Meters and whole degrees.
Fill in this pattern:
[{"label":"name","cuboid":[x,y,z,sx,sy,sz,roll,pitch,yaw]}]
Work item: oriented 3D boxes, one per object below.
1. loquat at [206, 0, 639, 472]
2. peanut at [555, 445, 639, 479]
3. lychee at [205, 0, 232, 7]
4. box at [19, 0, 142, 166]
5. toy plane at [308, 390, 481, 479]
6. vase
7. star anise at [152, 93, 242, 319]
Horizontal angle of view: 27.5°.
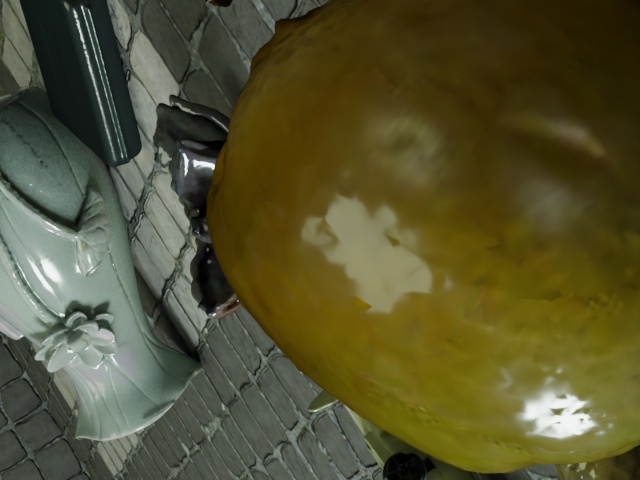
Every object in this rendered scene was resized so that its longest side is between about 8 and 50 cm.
[{"label":"loquat","cuboid":[0.081,-0.012,0.694,0.284,0.276,0.276,56,157,1]},{"label":"peanut","cuboid":[0.192,0.183,0.915,0.080,0.080,0.174,43,153,35]},{"label":"lychee","cuboid":[-0.030,-0.243,0.722,0.200,0.200,0.238,38,127,41]},{"label":"box","cuboid":[-0.268,-0.204,1.438,0.160,0.050,0.230,40,150,40]},{"label":"toy plane","cuboid":[0.076,0.179,1.141,0.244,0.092,0.229,44,167,26]},{"label":"vase","cuboid":[-0.325,0.037,1.635,0.250,0.250,0.445,6,128,63]},{"label":"star anise","cuboid":[-0.087,-0.024,1.157,0.229,0.093,0.236,67,-172,-52]}]
